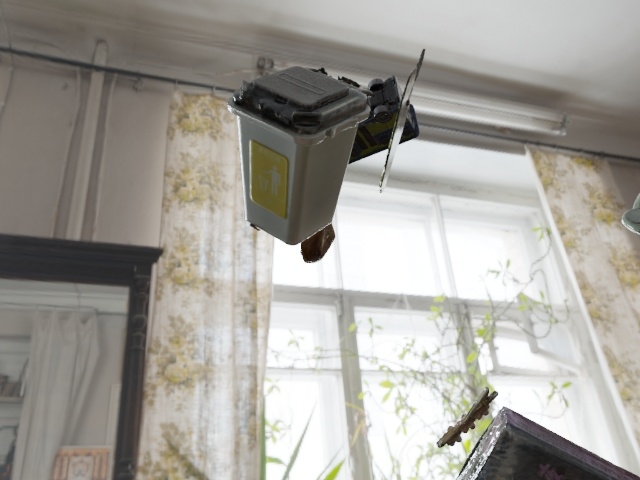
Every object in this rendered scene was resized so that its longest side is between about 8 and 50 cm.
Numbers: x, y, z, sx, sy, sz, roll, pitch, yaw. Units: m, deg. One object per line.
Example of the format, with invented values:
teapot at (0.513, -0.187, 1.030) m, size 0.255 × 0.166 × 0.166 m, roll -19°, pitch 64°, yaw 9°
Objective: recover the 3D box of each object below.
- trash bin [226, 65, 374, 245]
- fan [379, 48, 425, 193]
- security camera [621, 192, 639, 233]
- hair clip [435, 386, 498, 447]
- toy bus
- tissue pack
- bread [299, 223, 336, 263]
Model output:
trash bin at (-0.046, -0.203, 1.370) m, size 0.256 × 0.296 × 0.367 m, roll 28°, pitch -48°, yaw 25°
fan at (0.145, -0.221, 1.026) m, size 0.011 × 0.335 × 0.229 m, roll 17°, pitch -30°, yaw 7°
security camera at (0.760, -0.042, 1.279) m, size 0.157 × 0.080 × 0.301 m, roll 14°, pitch 27°, yaw 31°
hair clip at (0.392, 0.474, 1.533) m, size 0.056 × 0.062 × 0.214 m, roll 35°, pitch -82°, yaw -19°
toy bus at (0.126, -0.346, 1.717) m, size 0.288 × 0.138 × 0.175 m, roll -19°, pitch -33°, yaw 22°
tissue pack at (0.482, 0.543, 1.206) m, size 0.361 × 0.259 × 0.122 m, roll 26°, pitch 10°, yaw 6°
bread at (0.000, 0.000, 1.537) m, size 0.044 × 0.126 × 0.129 m, roll 27°, pitch -27°, yaw 30°
